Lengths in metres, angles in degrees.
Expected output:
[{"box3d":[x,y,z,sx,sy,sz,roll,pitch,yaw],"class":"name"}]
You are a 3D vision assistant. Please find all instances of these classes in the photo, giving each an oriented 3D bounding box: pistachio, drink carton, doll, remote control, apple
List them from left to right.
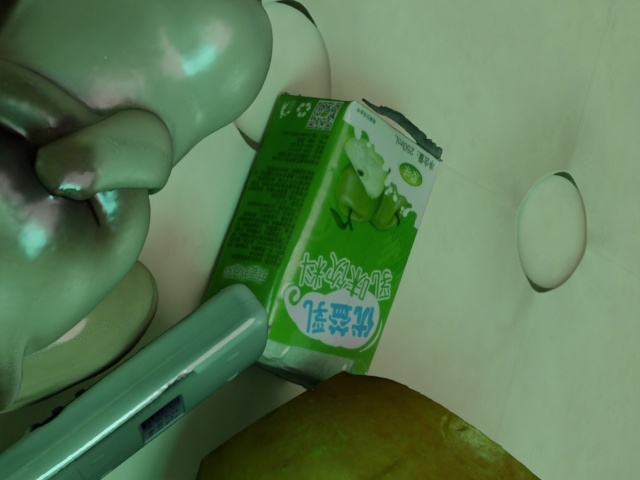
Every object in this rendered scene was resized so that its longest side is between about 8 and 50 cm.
[{"box3d":[-0.228,0.061,1.047,0.215,0.144,0.144,-23,112,-31],"class":"pistachio"},{"box3d":[-0.184,-0.092,0.940,0.215,0.226,0.370,41,51,-23],"class":"doll"},{"box3d":[-0.170,0.147,1.080,0.296,0.056,0.140,-36,166,-14],"class":"remote control"},{"box3d":[0.000,0.000,1.278,0.161,0.108,0.271,30,74,-43],"class":"drink carton"},{"box3d":[0.053,0.297,1.208,0.384,0.374,0.374,-12,104,-51],"class":"apple"}]
